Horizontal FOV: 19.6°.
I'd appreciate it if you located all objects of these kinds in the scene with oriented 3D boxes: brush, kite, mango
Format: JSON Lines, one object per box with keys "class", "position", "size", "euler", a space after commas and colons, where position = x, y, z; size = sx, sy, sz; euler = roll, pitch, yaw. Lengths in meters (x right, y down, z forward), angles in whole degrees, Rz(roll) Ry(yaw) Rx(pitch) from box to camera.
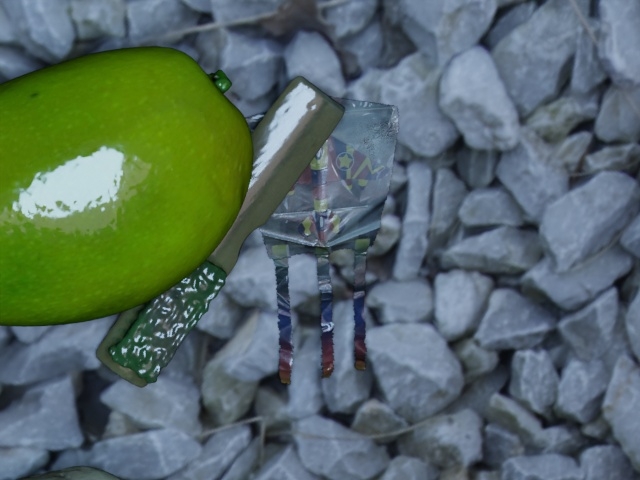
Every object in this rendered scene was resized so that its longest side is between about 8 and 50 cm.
{"class": "brush", "position": [-0.080, -0.004, 1.480], "size": [0.054, 0.048, 0.282], "euler": [35, 95, -18]}
{"class": "kite", "position": [0.000, 0.000, 1.529], "size": [0.141, 0.015, 0.245], "euler": [-6, 108, -13]}
{"class": "mango", "position": [-0.213, -0.023, 1.378], "size": [0.343, 0.156, 0.192], "euler": [-20, 104, -7]}

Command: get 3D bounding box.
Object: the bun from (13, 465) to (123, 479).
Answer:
{"class": "bun", "position": [-0.223, 0.244, 1.481], "size": [0.173, 0.113, 0.166], "euler": [-23, 158, -27]}
